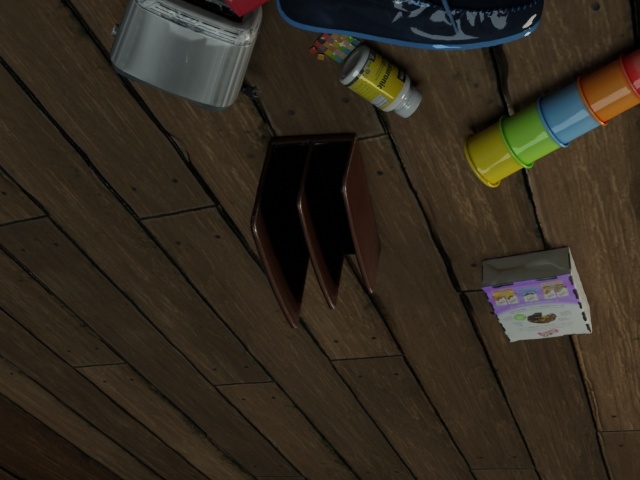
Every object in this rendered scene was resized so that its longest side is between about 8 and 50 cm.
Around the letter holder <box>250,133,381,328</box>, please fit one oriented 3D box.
[{"bbox_3d":[0.000,0.000,1.256,0.152,0.214,0.301,-1,140,15],"label":"letter holder"}]

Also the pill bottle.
[{"bbox_3d":[0.091,-0.231,1.069,0.116,0.065,0.065,29,138,-22],"label":"pill bottle"}]

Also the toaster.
[{"bbox_3d":[-0.176,-0.285,1.020,0.227,0.129,0.146,21,138,-10],"label":"toaster"}]

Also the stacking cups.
[{"bbox_3d":[0.357,-0.190,1.042,0.096,0.096,0.316,35,132,-27],"label":"stacking cups"}]

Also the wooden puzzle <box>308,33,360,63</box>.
[{"bbox_3d":[0.023,-0.288,1.061,0.049,0.006,0.083,30,138,-22],"label":"wooden puzzle"}]

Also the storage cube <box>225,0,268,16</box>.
[{"bbox_3d":[-0.052,-0.398,0.785,0.193,0.214,0.183,-21,131,26],"label":"storage cube"}]

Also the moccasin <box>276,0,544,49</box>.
[{"bbox_3d":[0.106,-0.316,0.906,0.342,0.137,0.116,4,136,8],"label":"moccasin"}]

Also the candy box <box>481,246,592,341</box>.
[{"bbox_3d":[0.420,0.110,1.405,0.165,0.070,0.196,-11,136,25],"label":"candy box"}]
